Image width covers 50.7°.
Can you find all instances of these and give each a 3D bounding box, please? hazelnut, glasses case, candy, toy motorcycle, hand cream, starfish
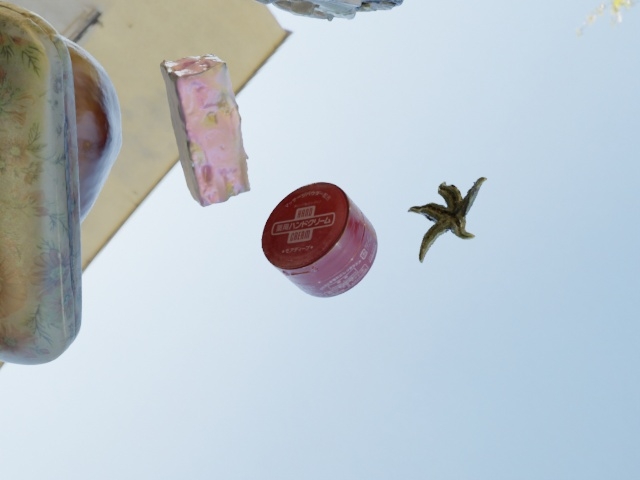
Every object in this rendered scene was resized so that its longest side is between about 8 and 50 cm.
[{"bbox_3d":[-0.527,-0.170,1.190,0.409,0.359,0.359,-62,-147,36],"label":"hazelnut"},{"bbox_3d":[-0.351,-0.045,0.753,0.156,0.425,0.098,10,-153,5],"label":"glasses case"},{"bbox_3d":[-0.216,-0.214,1.289,0.115,0.265,0.155,-15,-150,-15],"label":"candy"},{"bbox_3d":[-0.013,-0.498,1.345,0.223,0.340,0.108,19,-71,50],"label":"toy motorcycle"},{"bbox_3d":[0.000,0.000,1.242,0.193,0.125,0.193,-18,-130,22],"label":"hand cream"},{"bbox_3d":[0.222,-0.037,1.212,0.176,0.053,0.208,-54,-161,-3],"label":"starfish"}]
